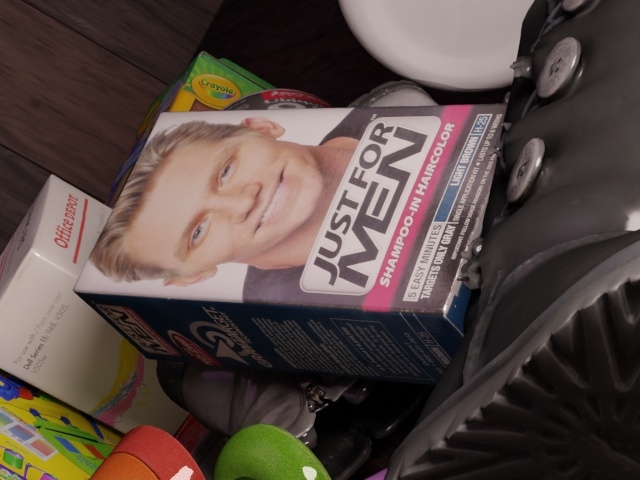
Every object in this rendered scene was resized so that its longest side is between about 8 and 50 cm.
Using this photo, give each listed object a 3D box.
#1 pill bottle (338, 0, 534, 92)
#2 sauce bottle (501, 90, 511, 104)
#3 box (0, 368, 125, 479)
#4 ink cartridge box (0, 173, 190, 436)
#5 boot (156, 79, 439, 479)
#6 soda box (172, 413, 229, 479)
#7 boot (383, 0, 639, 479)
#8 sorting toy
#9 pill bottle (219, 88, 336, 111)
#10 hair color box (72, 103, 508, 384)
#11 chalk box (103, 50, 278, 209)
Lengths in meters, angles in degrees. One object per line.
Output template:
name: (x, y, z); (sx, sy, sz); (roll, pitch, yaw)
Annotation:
pill bottle: (0.134, -0.307, 1.524); (0.210, 0.210, 0.363); (-50, 18, 36)
sauce bottle: (0.141, -0.061, 1.365); (0.042, 0.042, 0.128); (-40, 22, 53)
box: (-0.321, 0.200, 1.534); (0.177, 0.290, 0.279); (-56, 7, 16)
ink cartridge box: (-0.195, 0.065, 1.626); (0.119, 0.353, 0.207); (-56, 15, 16)
boot: (0.036, 0.042, 1.374); (0.338, 0.118, 0.223); (-55, 36, -3)
soda box: (-0.117, 0.241, 1.543); (0.263, 0.092, 0.083); (-53, 16, 27)
boot: (0.206, -0.059, 0.956); (0.367, 0.146, 0.445); (-34, 23, 44)
sorting toy: (-0.082, 0.206, 1.227); (0.126, 0.127, 0.366); (-21, 9, -39)
pill bottle: (-0.032, -0.044, 1.648); (0.176, 0.176, 0.318); (-58, 15, 10)
hair color box: (0.000, 0.000, 1.279); (0.347, 0.105, 0.174); (1, 57, 39)
chalk box: (-0.122, -0.084, 2.028); (0.179, 0.180, 0.289); (-34, 31, 61)
